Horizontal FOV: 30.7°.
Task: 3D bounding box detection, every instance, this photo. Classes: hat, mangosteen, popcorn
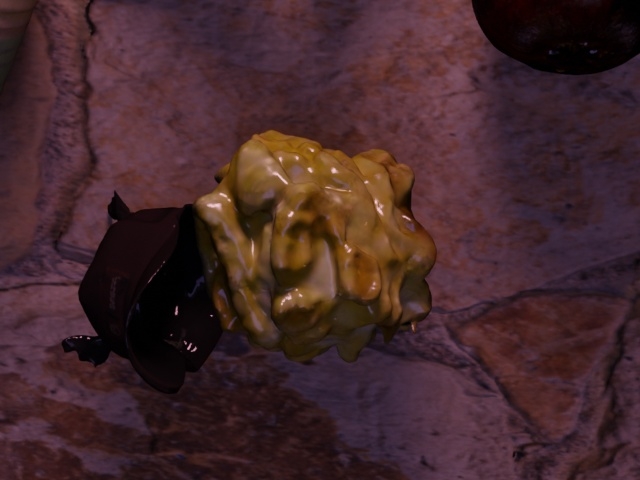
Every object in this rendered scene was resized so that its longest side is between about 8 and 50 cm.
[{"bbox_3d":[-0.249,0.068,1.496,0.209,0.336,0.238,5,103,11],"label":"hat"},{"bbox_3d":[0.298,-0.331,1.393,0.236,0.235,0.261,0,69,1],"label":"mangosteen"},{"bbox_3d":[-0.012,0.009,1.463,0.312,0.312,0.312,0,112,1],"label":"popcorn"}]

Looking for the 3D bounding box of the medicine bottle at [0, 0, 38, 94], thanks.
[{"bbox_3d":[-0.447,-0.325,1.373,0.236,0.235,0.406,24,111,-8],"label":"medicine bottle"}]
